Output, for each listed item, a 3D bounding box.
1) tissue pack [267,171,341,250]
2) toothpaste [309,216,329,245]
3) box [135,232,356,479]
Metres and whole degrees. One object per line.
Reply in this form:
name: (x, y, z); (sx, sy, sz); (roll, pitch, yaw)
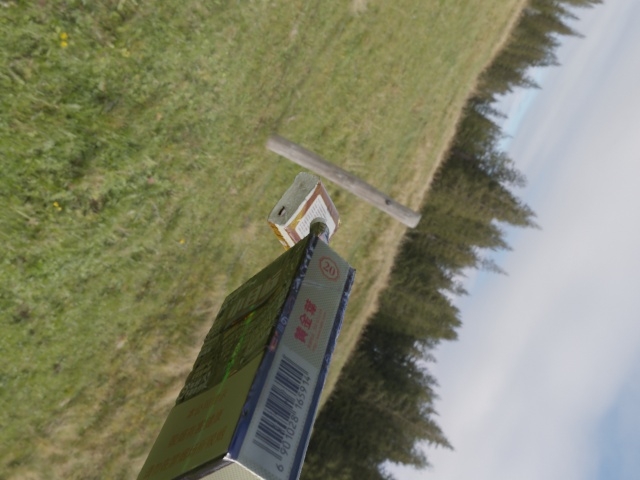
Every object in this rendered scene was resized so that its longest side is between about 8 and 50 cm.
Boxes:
tissue pack: (-0.037, -0.056, 1.576); (0.183, 0.092, 0.226); (-59, 147, -19)
toothpaste: (0.000, 0.000, 1.224); (0.193, 0.045, 0.071); (-96, 173, -73)
box: (-0.077, 0.153, 0.657); (0.198, 0.084, 0.310); (-37, -158, 37)
